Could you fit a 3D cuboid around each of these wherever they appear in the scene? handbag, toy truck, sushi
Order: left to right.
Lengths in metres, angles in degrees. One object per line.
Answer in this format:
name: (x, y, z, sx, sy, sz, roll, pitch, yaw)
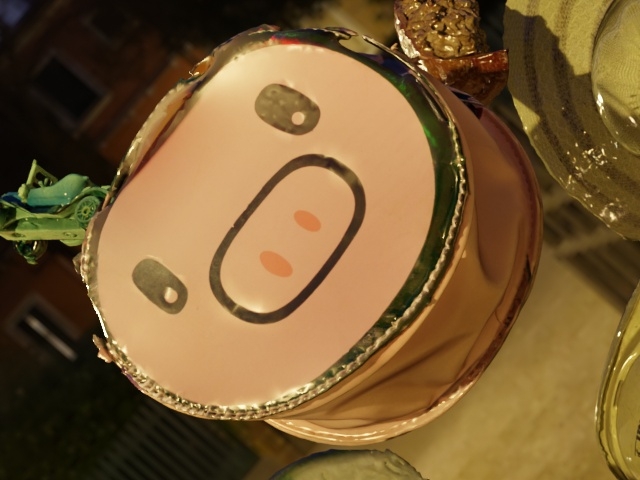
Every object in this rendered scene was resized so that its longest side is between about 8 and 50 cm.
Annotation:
toy truck: (-0.224, -0.030, 1.560, 0.080, 0.154, 0.078, 38, -125, -55)
handbag: (0.000, 0.000, 0.841, 0.205, 0.179, 0.116, -55, -21, 0)
sushi: (0.070, -0.115, 1.004, 0.120, 0.052, 0.055, -105, 10, -61)

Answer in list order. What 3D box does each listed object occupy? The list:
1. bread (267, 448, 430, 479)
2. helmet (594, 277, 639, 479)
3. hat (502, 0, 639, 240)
bread: (0.072, 0.339, 1.435, 0.366, 0.382, 0.129, -7, -38, -32)
helmet: (0.379, 0.153, 1.677, 0.137, 0.204, 0.258, -135, 51, -71)
hat: (0.211, -0.100, 1.002, 0.252, 0.252, 0.110, -49, -5, 22)
